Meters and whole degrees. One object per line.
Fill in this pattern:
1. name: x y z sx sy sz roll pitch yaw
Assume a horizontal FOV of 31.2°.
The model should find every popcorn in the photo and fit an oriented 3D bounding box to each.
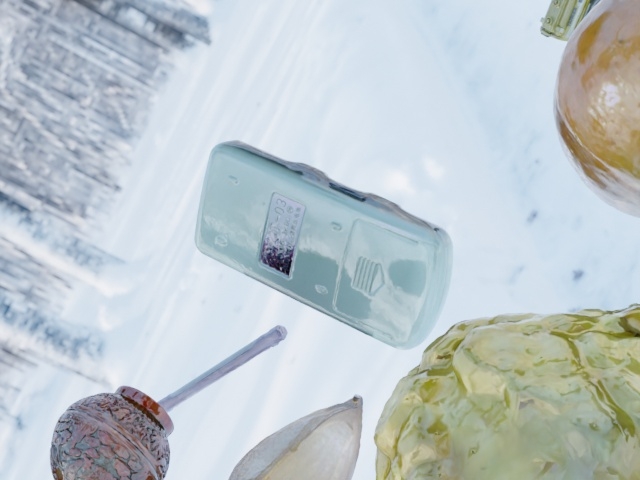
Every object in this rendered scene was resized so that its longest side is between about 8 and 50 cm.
1. popcorn: 0.156 0.149 0.670 0.250 0.250 0.190 -60 -18 10

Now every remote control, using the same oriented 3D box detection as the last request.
1. remote control: 0.000 0.000 1.189 0.056 0.296 0.140 -24 -49 -54

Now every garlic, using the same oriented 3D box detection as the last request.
1. garlic: -0.032 0.273 1.367 0.206 0.128 0.115 -45 36 -23

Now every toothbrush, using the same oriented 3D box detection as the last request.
1. toothbrush: -0.170 0.192 1.331 0.354 0.029 0.024 -34 -4 25

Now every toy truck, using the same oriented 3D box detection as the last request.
1. toy truck: 0.301 -0.291 1.330 0.052 0.063 0.123 45 125 44

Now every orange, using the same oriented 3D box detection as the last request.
1. orange: 0.287 -0.107 0.851 0.240 0.240 0.171 -48 52 53

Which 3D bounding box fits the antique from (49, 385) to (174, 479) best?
1. antique: -0.171 0.171 0.927 0.104 0.104 0.104 -59 11 19
